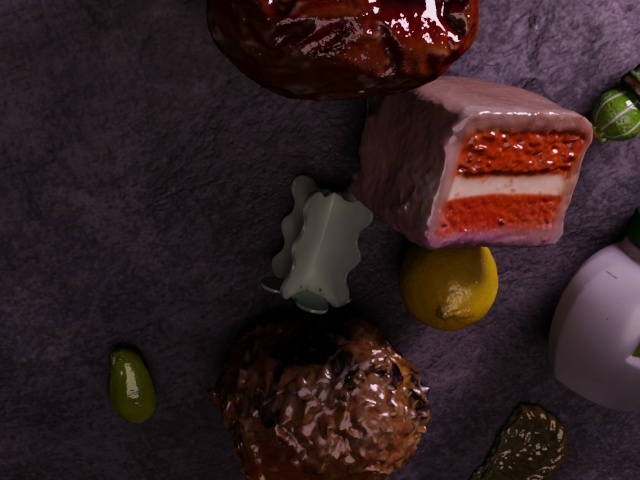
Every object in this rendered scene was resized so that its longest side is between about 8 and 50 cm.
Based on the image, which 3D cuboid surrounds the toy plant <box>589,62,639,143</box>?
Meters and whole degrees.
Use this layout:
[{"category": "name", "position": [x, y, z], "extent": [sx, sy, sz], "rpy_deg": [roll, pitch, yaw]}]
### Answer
[{"category": "toy plant", "position": [0.530, -0.233, 1.449], "extent": [0.092, 0.093, 0.162], "rpy_deg": [37, 112, -27]}]

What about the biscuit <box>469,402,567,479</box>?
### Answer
[{"category": "biscuit", "position": [0.456, 0.482, 1.893], "extent": [0.187, 0.036, 0.274], "rpy_deg": [13, 117, -17]}]

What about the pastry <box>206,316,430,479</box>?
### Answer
[{"category": "pastry", "position": [-0.018, 0.299, 1.560], "extent": [0.337, 0.292, 0.405], "rpy_deg": [42, 118, -19]}]

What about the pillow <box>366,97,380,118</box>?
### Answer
[{"category": "pillow", "position": [0.136, -0.198, 1.420], "extent": [0.128, 0.051, 0.229], "rpy_deg": [-7, 122, -7]}]

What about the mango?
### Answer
[{"category": "mango", "position": [-0.358, 0.275, 1.599], "extent": [0.091, 0.074, 0.165], "rpy_deg": [-11, 122, -2]}]

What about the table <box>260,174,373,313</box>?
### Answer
[{"category": "table", "position": [0.000, 0.000, 1.462], "extent": [0.166, 0.166, 0.198], "rpy_deg": [10, 110, -16]}]

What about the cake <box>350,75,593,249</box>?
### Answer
[{"category": "cake", "position": [0.233, -0.123, 1.336], "extent": [0.308, 0.230, 0.237], "rpy_deg": [-3, 115, -33]}]

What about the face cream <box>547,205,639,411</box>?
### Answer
[{"category": "face cream", "position": [0.604, 0.134, 1.605], "extent": [0.312, 0.219, 0.357], "rpy_deg": [16, 113, -17]}]

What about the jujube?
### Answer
[{"category": "jujube", "position": [0.027, -0.334, 1.193], "extent": [0.376, 0.276, 0.277], "rpy_deg": [-4, 121, 0]}]

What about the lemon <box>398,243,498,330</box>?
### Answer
[{"category": "lemon", "position": [0.226, 0.074, 1.516], "extent": [0.178, 0.203, 0.178], "rpy_deg": [7, 125, 10]}]
